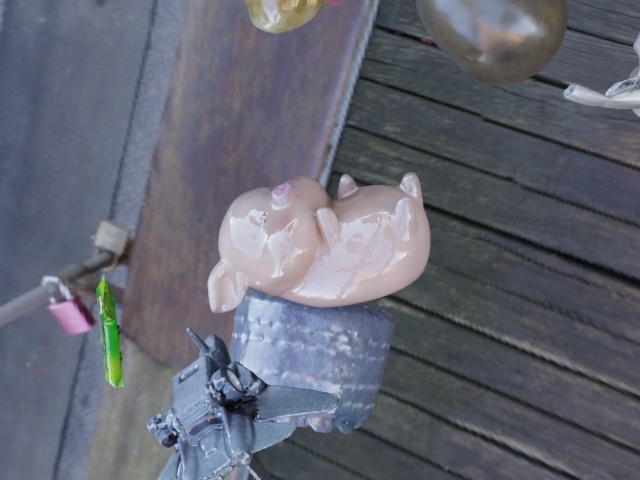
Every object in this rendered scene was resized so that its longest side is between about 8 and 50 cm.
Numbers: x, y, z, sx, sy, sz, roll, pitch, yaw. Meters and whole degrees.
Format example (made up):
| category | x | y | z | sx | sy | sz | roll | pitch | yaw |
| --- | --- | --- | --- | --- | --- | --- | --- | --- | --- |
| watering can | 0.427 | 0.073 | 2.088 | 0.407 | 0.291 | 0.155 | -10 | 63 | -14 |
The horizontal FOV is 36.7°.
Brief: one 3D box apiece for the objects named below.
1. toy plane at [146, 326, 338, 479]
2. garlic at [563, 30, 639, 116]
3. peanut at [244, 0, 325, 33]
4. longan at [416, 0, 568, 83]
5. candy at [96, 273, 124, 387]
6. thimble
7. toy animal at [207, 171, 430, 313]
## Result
| category | x | y | z | sx | sy | sz | roll | pitch | yaw |
| --- | --- | --- | --- | --- | --- | --- | --- | --- | --- |
| toy plane | -0.095 | 0.134 | 0.848 | 0.212 | 0.267 | 0.088 | -34 | 117 | 6 |
| garlic | 0.286 | -0.138 | 0.782 | 0.194 | 0.131 | 0.127 | -15 | 64 | -3 |
| peanut | -0.032 | -0.302 | 0.795 | 0.137 | 0.122 | 0.253 | 24 | 115 | 22 |
| longan | 0.203 | -0.271 | 1.135 | 0.187 | 0.167 | 0.167 | 17 | 112 | -22 |
| candy | -0.353 | 0.154 | 1.609 | 0.102 | 0.032 | 0.178 | -117 | 25 | -47 |
| thimble | -0.017 | 0.156 | 1.265 | 0.205 | 0.236 | 0.172 | 12 | 88 | 7 |
| toy animal | 0.002 | 0.001 | 1.111 | 0.250 | 0.166 | 0.154 | 2 | 113 | 13 |
